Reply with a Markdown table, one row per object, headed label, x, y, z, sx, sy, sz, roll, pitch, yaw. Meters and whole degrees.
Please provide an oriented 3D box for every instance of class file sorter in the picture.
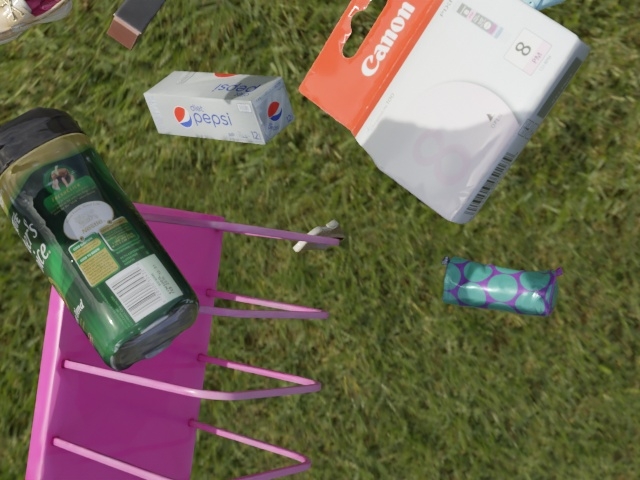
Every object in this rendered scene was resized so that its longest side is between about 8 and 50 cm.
| label | x | y | z | sx | sy | sz | roll | pitch | yaw |
| --- | --- | --- | --- | --- | --- | --- | --- | --- | --- |
| file sorter | -0.111 | 0.120 | 0.840 | 0.182 | 0.202 | 0.291 | 8 | 90 | 32 |

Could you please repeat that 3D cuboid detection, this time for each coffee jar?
| label | x | y | z | sx | sy | sz | roll | pitch | yaw |
| --- | --- | --- | --- | --- | --- | --- | --- | --- | --- |
| coffee jar | -0.166 | -0.003 | 0.670 | 0.079 | 0.096 | 0.184 | -33 | 78 | -17 |

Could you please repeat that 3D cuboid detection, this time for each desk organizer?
| label | x | y | z | sx | sy | sz | roll | pitch | yaw |
| --- | --- | --- | --- | --- | --- | --- | --- | --- | --- |
| desk organizer | -0.261 | -0.347 | 1.391 | 0.047 | 0.130 | 0.050 | 34 | 146 | -11 |

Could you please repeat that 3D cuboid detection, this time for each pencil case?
| label | x | y | z | sx | sy | sz | roll | pitch | yaw |
| --- | --- | --- | --- | --- | --- | --- | --- | --- | --- |
| pencil case | 0.236 | 0.059 | 1.236 | 0.151 | 0.070 | 0.064 | 9 | 148 | 23 |

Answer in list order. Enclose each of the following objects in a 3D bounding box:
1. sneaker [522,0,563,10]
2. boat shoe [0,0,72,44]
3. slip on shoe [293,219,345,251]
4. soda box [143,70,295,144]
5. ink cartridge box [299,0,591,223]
| label | x | y | z | sx | sy | sz | roll | pitch | yaw |
| --- | --- | --- | --- | --- | --- | --- | --- | --- | --- |
| sneaker | 0.301 | -0.388 | 1.731 | 0.365 | 0.135 | 0.150 | -14 | 95 | 17 |
| boat shoe | -0.429 | -0.331 | 1.336 | 0.170 | 0.059 | 0.063 | -35 | 88 | -31 |
| slip on shoe | 0.000 | 0.000 | 1.785 | 0.051 | 0.135 | 0.041 | -43 | 81 | 33 |
| soda box | -0.191 | -0.251 | 1.748 | 0.098 | 0.286 | 0.091 | -45 | 130 | -36 |
| ink cartridge box | 0.094 | -0.155 | 0.852 | 0.232 | 0.066 | 0.189 | 39 | 106 | 20 |
